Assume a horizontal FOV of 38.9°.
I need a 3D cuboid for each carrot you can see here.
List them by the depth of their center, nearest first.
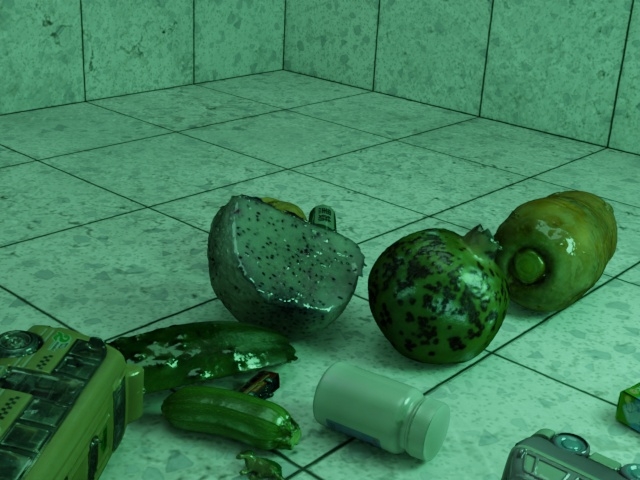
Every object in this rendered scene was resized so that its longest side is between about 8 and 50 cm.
[{"bbox_3d":[0.481,0.016,1.852,0.224,0.224,0.341,16,19,30],"label":"carrot"}]

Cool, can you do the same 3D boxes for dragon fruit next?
[{"bbox_3d":[-0.085,0.080,1.658,0.283,0.204,0.221,20,47,-17],"label":"dragon fruit"}]

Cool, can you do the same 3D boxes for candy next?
[{"bbox_3d":[0.568,0.283,1.400,0.097,0.062,0.194,-15,28,-35],"label":"candy"}]

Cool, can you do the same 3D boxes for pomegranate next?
[{"bbox_3d":[0.218,0.086,1.591,0.254,0.270,0.254,38,19,-15],"label":"pomegranate"}]

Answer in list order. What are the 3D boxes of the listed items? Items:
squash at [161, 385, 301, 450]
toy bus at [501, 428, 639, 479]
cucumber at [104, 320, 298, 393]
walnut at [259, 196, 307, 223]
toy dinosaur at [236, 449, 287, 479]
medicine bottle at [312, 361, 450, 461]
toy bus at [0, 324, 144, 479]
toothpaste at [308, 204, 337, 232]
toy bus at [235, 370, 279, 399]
[{"bbox_3d":[-0.132,0.261,1.346,0.219,0.068,0.077,12,43,17],"label":"squash"},{"bbox_3d":[0.318,0.337,1.126,0.202,0.142,0.142,21,27,35],"label":"toy bus"},{"bbox_3d":[-0.183,0.179,1.467,0.325,0.105,0.145,-5,-9,-29],"label":"cucumber"},{"bbox_3d":[-0.114,-0.012,1.919,0.159,0.159,0.207,17,27,31],"label":"walnut"},{"bbox_3d":[-0.071,0.320,1.273,0.120,0.029,0.060,16,8,23],"label":"toy dinosaur"},{"bbox_3d":[0.090,0.255,1.349,0.187,0.102,0.103,16,25,28],"label":"medicine bottle"},{"bbox_3d":[-0.376,0.266,1.173,0.202,0.177,0.365,9,26,5],"label":"toy bus"},{"bbox_3d":[0.000,0.000,2.024,0.099,0.061,0.392,5,24,-1],"label":"toothpaste"},{"bbox_3d":[-0.108,0.244,1.446,0.043,0.031,0.110,8,22,29],"label":"toy bus"}]
